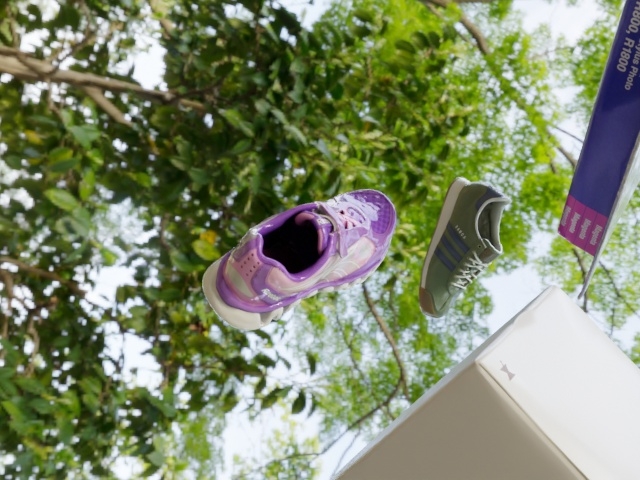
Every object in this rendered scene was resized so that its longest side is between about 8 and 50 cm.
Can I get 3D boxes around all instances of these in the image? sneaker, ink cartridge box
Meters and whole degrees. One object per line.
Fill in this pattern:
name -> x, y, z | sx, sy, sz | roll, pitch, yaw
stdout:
sneaker -> 0.192, 0.016, 0.918 | 0.086, 0.064, 0.192 | 16, -88, 42
sneaker -> 0.000, 0.000, 0.693 | 0.095, 0.236, 0.104 | 51, -39, 15
ink cartridge box -> 0.337, -0.156, 0.753 | 0.071, 0.330, 0.324 | 25, -40, 24

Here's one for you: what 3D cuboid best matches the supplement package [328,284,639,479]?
supplement package -> 0.140, 0.212, 0.617 | 0.175, 0.177, 0.293 | 48, -52, 14
